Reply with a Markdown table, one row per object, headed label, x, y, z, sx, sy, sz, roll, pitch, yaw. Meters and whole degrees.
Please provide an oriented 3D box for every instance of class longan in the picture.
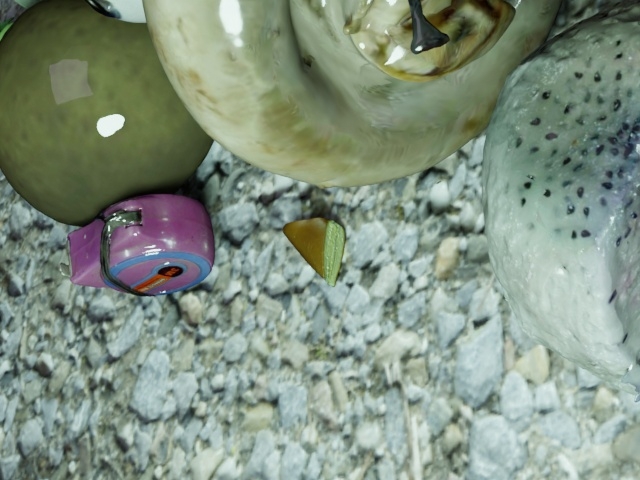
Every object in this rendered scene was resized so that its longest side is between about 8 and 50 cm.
| label | x | y | z | sx | sy | sz | roll | pitch | yaw |
| --- | --- | --- | --- | --- | --- | --- | --- | --- | --- |
| longan | -0.205 | -0.130 | 1.527 | 0.246 | 0.215 | 0.246 | -3 | 82 | 20 |

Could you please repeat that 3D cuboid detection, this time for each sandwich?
| label | x | y | z | sx | sy | sz | roll | pitch | yaw |
| --- | --- | --- | --- | --- | --- | --- | --- | --- | --- |
| sandwich | 0.000 | 0.000 | 1.403 | 0.044 | 0.031 | 0.083 | -52 | 47 | 12 |

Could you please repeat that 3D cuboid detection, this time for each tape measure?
| label | x | y | z | sx | sy | sz | roll | pitch | yaw |
| --- | --- | --- | --- | --- | --- | --- | --- | --- | --- |
| tape measure | -0.161 | 0.003 | 1.473 | 0.118 | 0.125 | 0.074 | -30 | 60 | 41 |

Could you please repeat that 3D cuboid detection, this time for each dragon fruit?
| label | x | y | z | sx | sy | sz | roll | pitch | yaw |
| --- | --- | --- | --- | --- | --- | --- | --- | --- | --- |
| dragon fruit | 0.205 | -0.059 | 1.129 | 0.204 | 0.221 | 0.283 | 31 | 90 | 42 |

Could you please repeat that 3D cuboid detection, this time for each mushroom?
| label | x | y | z | sx | sy | sz | roll | pitch | yaw |
| --- | --- | --- | --- | --- | --- | --- | --- | --- | --- |
| mushroom | 0.046 | -0.206 | 1.236 | 0.362 | 0.362 | 0.294 | -58 | 37 | 1 |

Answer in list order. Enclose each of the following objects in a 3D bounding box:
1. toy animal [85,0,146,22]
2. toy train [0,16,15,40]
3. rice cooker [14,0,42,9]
| label | x | y | z | sx | sy | sz | roll | pitch | yaw |
| --- | --- | --- | --- | --- | --- | --- | --- | --- | --- |
| toy animal | -0.104 | -0.303 | 1.417 | 0.212 | 0.267 | 0.212 | 172 | 90 | -70 |
| toy train | -0.418 | -0.175 | 1.821 | 0.253 | 0.105 | 0.157 | -9 | 48 | 38 |
| rice cooker | -0.224 | -0.376 | 1.623 | 0.288 | 0.288 | 0.277 | -38 | 44 | 20 |
